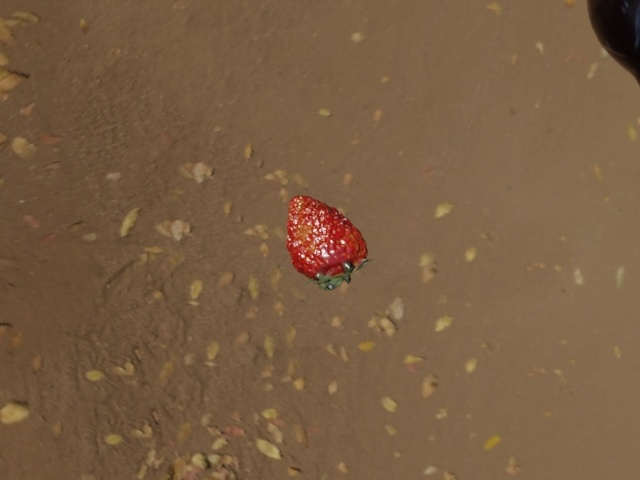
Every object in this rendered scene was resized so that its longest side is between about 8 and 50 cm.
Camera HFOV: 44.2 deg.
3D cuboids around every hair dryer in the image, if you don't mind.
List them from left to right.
[{"bbox_3d":[0.560,-0.283,1.142,0.340,0.123,0.312,-4,64,-24],"label":"hair dryer"}]

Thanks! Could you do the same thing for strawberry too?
[{"bbox_3d":[0.006,0.002,1.249,0.131,0.131,0.148,3,58,-29],"label":"strawberry"}]
